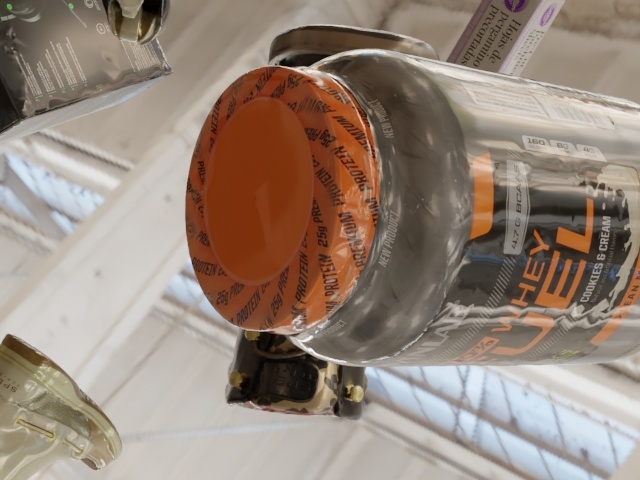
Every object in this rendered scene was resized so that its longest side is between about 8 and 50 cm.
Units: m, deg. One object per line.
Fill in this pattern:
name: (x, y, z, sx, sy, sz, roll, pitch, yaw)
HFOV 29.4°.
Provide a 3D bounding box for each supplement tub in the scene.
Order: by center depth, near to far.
supplement tub: (0.085, -0.015, 0.782, 0.193, 0.316, 0.194, -6, -97, 52)

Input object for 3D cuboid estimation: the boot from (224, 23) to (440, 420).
boot: (0.000, 0.000, 0.997, 0.138, 0.377, 0.284, 9, -100, -8)

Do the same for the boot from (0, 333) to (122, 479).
boot: (-0.259, 0.189, 1.026, 0.077, 0.213, 0.165, 27, -111, 24)

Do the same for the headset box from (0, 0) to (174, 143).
headset box: (-0.345, -0.250, 1.391, 0.131, 0.246, 0.283, -22, -174, 37)

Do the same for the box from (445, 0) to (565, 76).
box: (0.155, -0.148, 1.369, 0.063, 0.067, 0.324, 39, -68, 22)

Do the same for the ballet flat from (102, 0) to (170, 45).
ballet flat: (-0.179, -0.233, 1.165, 0.074, 0.203, 0.074, 5, -114, -11)
